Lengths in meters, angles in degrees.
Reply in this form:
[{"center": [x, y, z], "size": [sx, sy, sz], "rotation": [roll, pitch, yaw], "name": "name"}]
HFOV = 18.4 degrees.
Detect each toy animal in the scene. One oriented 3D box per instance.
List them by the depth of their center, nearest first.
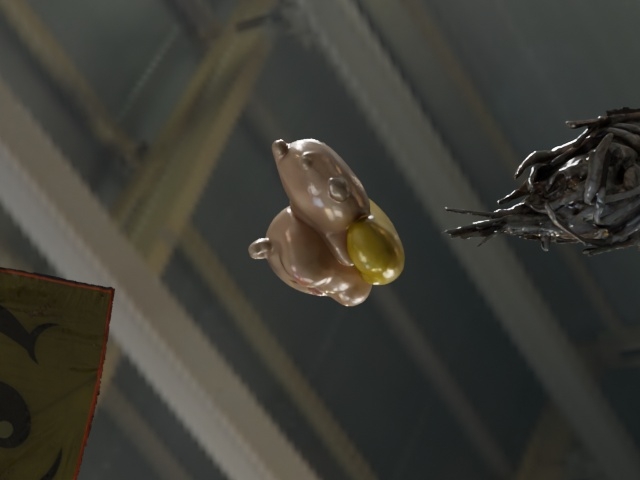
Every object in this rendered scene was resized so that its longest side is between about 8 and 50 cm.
[{"center": [0.000, 0.000, 1.200], "size": [0.114, 0.082, 0.091], "rotation": [51, -175, -45], "name": "toy animal"}]

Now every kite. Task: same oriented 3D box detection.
[{"center": [-0.317, 0.153, 1.684], "size": [0.377, 0.013, 0.327], "rotation": [-28, -101, -26], "name": "kite"}]

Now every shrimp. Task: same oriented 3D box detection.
[{"center": [0.131, -0.027, 0.885], "size": [0.165, 0.065, 0.056], "rotation": [-19, -124, -21], "name": "shrimp"}]
